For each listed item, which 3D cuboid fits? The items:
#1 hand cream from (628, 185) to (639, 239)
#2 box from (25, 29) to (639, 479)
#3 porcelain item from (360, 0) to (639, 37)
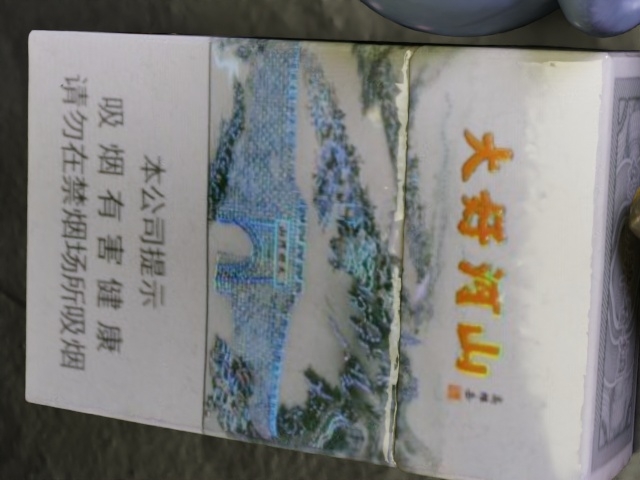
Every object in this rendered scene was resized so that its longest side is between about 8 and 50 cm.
[{"bbox_3d":[0.200,0.035,0.516,0.203,0.084,0.084,48,115,9],"label":"hand cream"},{"bbox_3d":[0.000,0.000,0.618,0.257,0.069,0.164,6,99,27],"label":"box"},{"bbox_3d":[0.023,-0.166,0.551,0.259,0.141,0.141,41,113,26],"label":"porcelain item"}]
